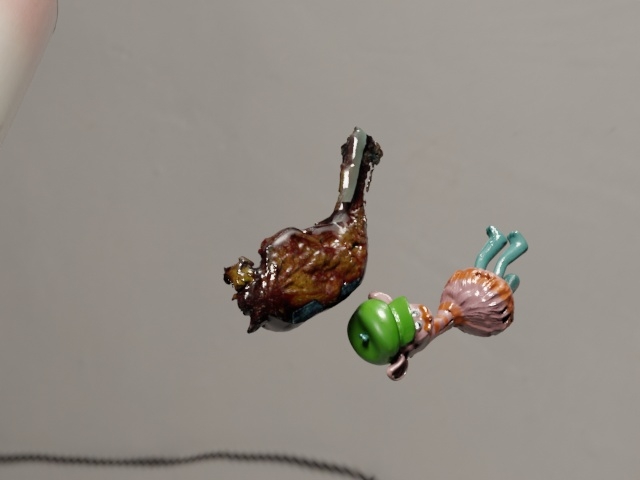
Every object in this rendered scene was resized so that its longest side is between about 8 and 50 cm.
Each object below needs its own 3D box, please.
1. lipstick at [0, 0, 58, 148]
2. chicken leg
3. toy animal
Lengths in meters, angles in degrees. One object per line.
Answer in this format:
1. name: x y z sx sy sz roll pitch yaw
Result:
1. lipstick: -0.198 -0.064 0.938 0.087 0.327 0.087 1 117 2
2. chicken leg: 0.000 0.000 1.686 0.051 0.253 0.106 -15 118 41
3. toy animal: 0.114 0.063 1.766 0.100 0.208 0.103 56 144 3
